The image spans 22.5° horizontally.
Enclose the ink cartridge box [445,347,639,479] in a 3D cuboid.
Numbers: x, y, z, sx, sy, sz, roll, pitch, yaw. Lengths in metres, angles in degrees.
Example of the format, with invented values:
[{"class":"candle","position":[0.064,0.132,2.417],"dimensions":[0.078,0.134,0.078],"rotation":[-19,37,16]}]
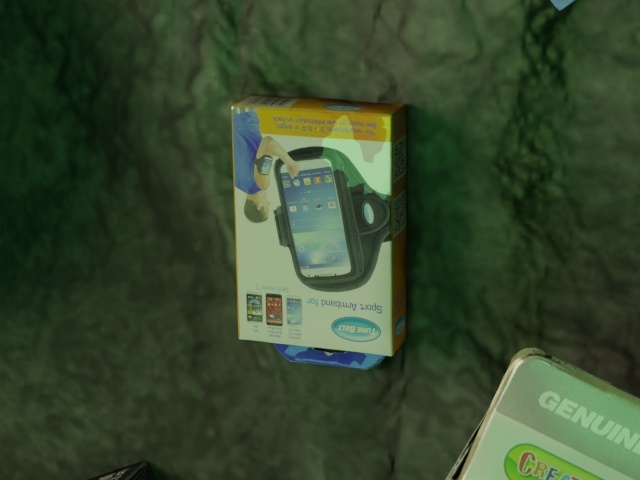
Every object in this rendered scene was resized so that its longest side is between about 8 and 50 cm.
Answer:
[{"class":"ink cartridge box","position":[0.185,0.204,0.718],"dimensions":[0.309,0.130,0.272],"rotation":[26,112,11]}]

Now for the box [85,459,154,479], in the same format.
[{"class":"box","position":[-0.130,0.232,0.872],"dimensions":[0.147,0.077,0.180],"rotation":[-20,99,24]}]

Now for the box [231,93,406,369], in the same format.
[{"class":"box","position":[0.000,0.000,0.778],"dimensions":[0.081,0.028,0.136],"rotation":[5,107,19]}]

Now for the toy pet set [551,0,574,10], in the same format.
[{"class":"toy pet set","position":[0.084,-0.155,0.676],"dimensions":[0.122,0.065,0.114],"rotation":[-35,92,26]}]
